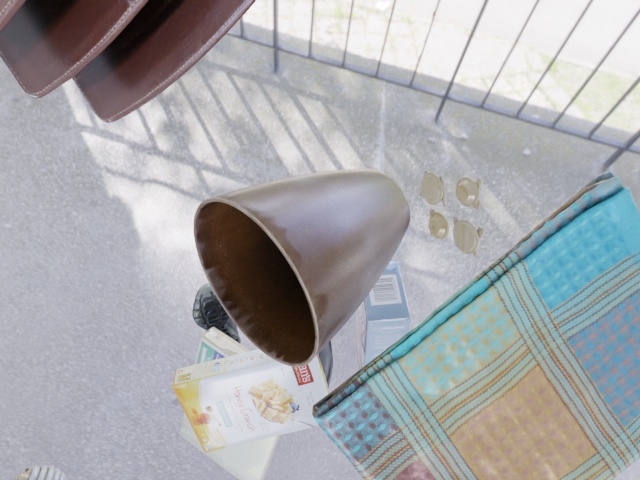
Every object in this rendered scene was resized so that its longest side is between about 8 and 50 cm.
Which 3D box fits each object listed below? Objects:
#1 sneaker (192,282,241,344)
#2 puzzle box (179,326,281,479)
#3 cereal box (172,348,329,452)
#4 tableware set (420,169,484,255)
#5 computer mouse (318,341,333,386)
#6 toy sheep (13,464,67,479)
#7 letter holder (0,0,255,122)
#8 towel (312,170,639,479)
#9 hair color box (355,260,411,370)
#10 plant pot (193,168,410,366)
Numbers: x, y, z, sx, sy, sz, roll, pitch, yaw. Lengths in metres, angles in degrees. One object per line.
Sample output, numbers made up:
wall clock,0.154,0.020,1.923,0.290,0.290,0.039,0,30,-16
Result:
sneaker,-0.288,0.203,1.341,0.101,0.267,0.106,-11,42,-6
puzzle box,-0.221,0.444,1.262,0.272,0.408,0.052,30,33,16
cereal box,-0.107,0.267,0.837,0.240,0.173,0.047,-14,29,1
tableware set,0.241,-0.054,0.904,0.020,0.141,0.169,-15,21,-25
computer mouse,0.015,0.263,1.006,0.184,0.060,0.262,25,37,-16
toy sheep,-0.612,0.546,1.083,0.132,0.091,0.091,37,59,-27
letter holder,-0.210,-0.241,0.426,0.214,0.302,0.152,58,32,-9
towel,0.213,0.149,0.479,0.370,0.040,0.271,-38,101,-3
hair color box,0.163,0.248,1.356,0.114,0.374,0.185,-4,47,-1
plant pot,0.000,0.000,0.613,0.230,0.215,0.215,-33,69,-34
